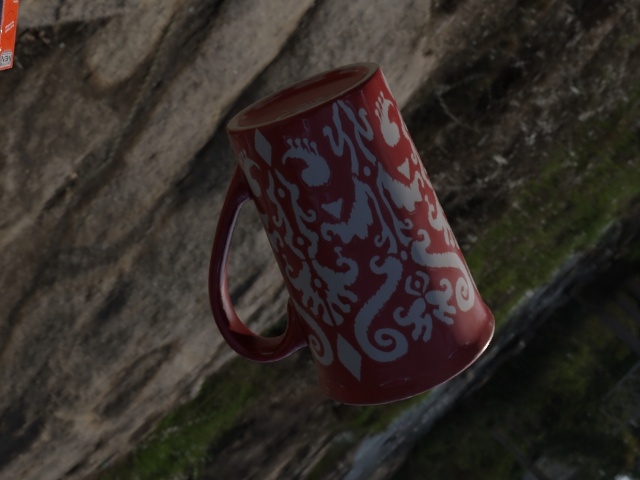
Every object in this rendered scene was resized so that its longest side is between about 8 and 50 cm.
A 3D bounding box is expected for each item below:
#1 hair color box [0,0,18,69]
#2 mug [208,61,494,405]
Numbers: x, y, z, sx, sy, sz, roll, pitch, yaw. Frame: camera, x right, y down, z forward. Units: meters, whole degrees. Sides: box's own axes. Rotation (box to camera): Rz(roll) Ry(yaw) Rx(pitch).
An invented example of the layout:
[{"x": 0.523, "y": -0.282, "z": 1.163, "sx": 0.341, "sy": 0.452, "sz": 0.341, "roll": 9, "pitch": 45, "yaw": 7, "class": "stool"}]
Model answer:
[{"x": -0.337, "y": -0.244, "z": 0.905, "sx": 0.043, "sy": 0.072, "sz": 0.141, "roll": -82, "pitch": -177, "yaw": -74, "class": "hair color box"}, {"x": 0.005, "y": 0.001, "z": 0.526, "sx": 0.150, "sy": 0.169, "sz": 0.113, "roll": -27, "pitch": -160, "yaw": -12, "class": "mug"}]
